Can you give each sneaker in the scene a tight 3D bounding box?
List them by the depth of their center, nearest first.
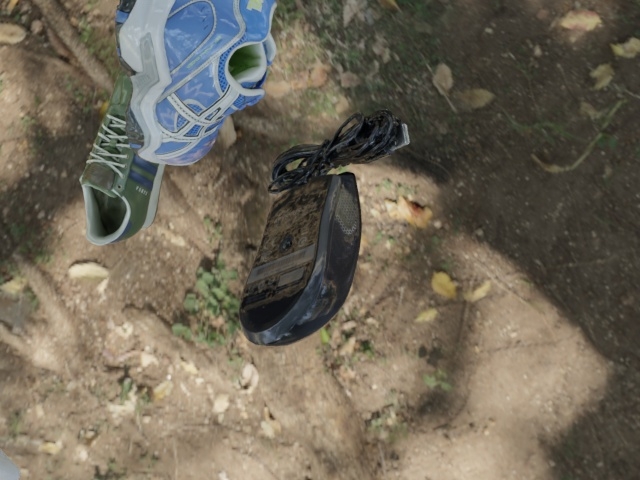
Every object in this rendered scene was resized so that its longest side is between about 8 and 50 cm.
[{"bbox_3d":[-0.074,-0.096,0.538,0.081,0.211,0.080,14,73,-2],"label":"sneaker"},{"bbox_3d":[-0.201,-0.077,0.876,0.064,0.086,0.192,22,122,16],"label":"sneaker"}]

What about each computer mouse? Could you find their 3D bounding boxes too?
[{"bbox_3d":[0.000,0.000,0.899,0.188,0.272,0.072,-17,135,42],"label":"computer mouse"}]

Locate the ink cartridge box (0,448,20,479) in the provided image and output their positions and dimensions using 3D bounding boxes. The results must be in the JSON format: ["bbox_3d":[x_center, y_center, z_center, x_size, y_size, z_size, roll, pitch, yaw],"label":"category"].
[{"bbox_3d":[-0.264,0.042,0.295,0.114,0.197,0.273,-50,153,-10],"label":"ink cartridge box"}]
